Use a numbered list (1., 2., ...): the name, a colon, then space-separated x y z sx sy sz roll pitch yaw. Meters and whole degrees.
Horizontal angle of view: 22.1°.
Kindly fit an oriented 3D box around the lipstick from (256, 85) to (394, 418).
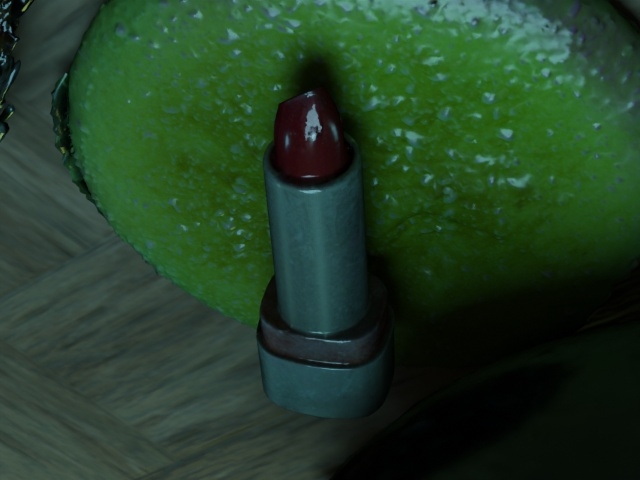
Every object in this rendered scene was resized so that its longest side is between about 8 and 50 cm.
1. lipstick: 0.001 -0.001 0.733 0.063 0.057 0.186 9 136 12

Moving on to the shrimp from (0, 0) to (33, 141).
1. shrimp: -0.181 -0.066 0.753 0.090 0.079 0.233 33 131 -29

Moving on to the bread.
1. bread: 0.019 -0.033 0.762 0.301 0.045 0.301 7 139 7

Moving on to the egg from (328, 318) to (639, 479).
1. egg: 0.162 0.206 0.757 0.428 0.345 0.345 -30 132 -1
